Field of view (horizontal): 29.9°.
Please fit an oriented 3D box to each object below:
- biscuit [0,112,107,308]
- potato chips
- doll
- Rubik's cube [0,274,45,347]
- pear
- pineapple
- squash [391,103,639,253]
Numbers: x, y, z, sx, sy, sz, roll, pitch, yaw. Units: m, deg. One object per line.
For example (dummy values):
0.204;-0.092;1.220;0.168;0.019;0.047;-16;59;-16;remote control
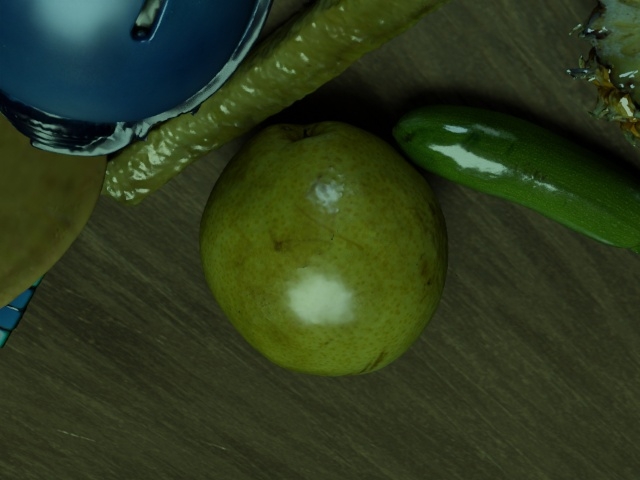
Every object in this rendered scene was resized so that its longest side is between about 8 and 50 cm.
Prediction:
-0.340;-0.084;0.896;0.351;0.312;0.057;31;176;-9;biscuit
-0.032;-0.130;0.919;0.407;0.080;0.057;-28;111;39;potato chips
-0.174;-0.202;0.737;0.309;0.240;0.284;17;112;-16;doll
-0.307;-0.024;1.044;0.155;0.154;0.151;25;138;-18;Rubik's cube
0.000;0.000;0.968;0.208;0.209;0.209;6;140;5;pear
0.260;-0.107;0.818;0.175;0.162;0.137;1;151;14;pineapple
0.180;-0.053;0.966;0.258;0.069;0.069;21;140;-13;squash
